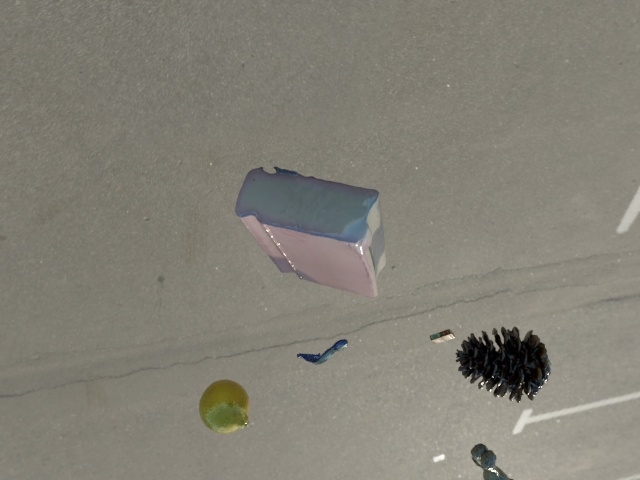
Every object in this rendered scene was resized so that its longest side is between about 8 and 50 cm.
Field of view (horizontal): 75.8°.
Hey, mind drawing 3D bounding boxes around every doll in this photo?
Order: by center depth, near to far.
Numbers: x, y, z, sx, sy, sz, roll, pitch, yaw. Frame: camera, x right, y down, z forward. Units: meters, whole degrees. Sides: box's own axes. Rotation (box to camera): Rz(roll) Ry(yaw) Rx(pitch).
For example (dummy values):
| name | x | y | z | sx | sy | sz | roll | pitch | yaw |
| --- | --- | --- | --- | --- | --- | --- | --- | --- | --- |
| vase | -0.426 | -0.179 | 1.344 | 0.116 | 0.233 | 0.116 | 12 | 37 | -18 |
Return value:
| name | x | y | z | sx | sy | sz | roll | pitch | yaw |
| --- | --- | --- | --- | --- | --- | --- | --- | --- | --- |
| doll | 0.482 | 0.654 | 1.138 | 0.286 | 0.202 | 0.091 | 47 | 67 | -5 |

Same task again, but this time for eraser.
| name | x | y | z | sx | sy | sz | roll | pitch | yaw |
| --- | --- | --- | --- | --- | --- | --- | --- | --- | --- |
| eraser | 0.000 | 0.000 | 0.897 | 0.271 | 0.123 | 0.359 | 16 | 162 | 15 |

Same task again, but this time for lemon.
| name | x | y | z | sx | sy | sz | roll | pitch | yaw |
| --- | --- | --- | --- | --- | --- | --- | --- | --- | --- |
| lemon | -0.360 | 0.625 | 1.552 | 0.186 | 0.244 | 0.187 | -22 | 123 | -40 |

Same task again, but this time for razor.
| name | x | y | z | sx | sy | sz | roll | pitch | yaw |
| --- | --- | --- | --- | --- | --- | --- | --- | --- | --- |
| razor | 0.017 | 0.409 | 1.477 | 0.093 | 0.056 | 0.324 | 8 | 154 | -23 |

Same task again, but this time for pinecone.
| name | x | y | z | sx | sy | sz | roll | pitch | yaw |
| --- | --- | --- | --- | --- | --- | --- | --- | --- | --- |
| pinecone | 0.586 | 0.393 | 1.339 | 0.291 | 0.246 | 0.247 | 7 | 129 | 9 |

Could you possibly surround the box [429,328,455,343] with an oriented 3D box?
| name | x | y | z | sx | sy | sz | roll | pitch | yaw |
| --- | --- | --- | --- | --- | --- | --- | --- | --- | --- |
| box | 0.465 | 0.367 | 1.567 | 0.081 | 0.023 | 0.051 | -27 | 140 | 22 |
